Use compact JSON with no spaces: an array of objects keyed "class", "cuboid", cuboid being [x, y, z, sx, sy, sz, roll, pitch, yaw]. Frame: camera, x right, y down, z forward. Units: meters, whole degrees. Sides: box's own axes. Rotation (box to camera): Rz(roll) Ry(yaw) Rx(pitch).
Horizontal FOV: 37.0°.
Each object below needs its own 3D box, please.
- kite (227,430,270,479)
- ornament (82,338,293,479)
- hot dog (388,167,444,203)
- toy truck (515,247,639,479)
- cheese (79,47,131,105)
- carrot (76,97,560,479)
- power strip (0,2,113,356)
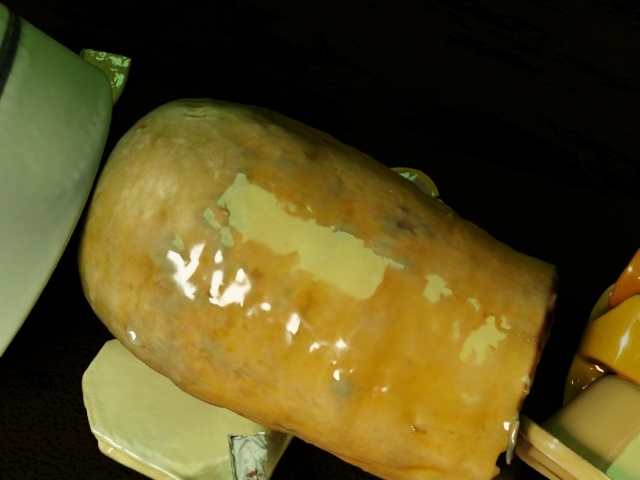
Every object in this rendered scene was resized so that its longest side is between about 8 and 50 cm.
[{"class":"kite","cuboid":[-0.021,0.312,0.664,0.406,0.014,0.368,-13,66,4]},{"class":"ornament","cuboid":[-0.085,0.147,0.793,0.201,0.059,0.180,-15,58,-13]},{"class":"hot dog","cuboid":[0.000,0.000,0.888,0.270,0.072,0.109,-12,58,-7]},{"class":"toy truck","cuboid":[0.274,0.123,0.697,0.204,0.288,0.211,36,87,21]},{"class":"cheese","cuboid":[-0.243,-0.165,1.018,0.060,0.041,0.084,15,40,1]},{"class":"carrot","cuboid":[-0.003,0.035,0.714,0.341,0.224,0.224,24,58,9]},{"class":"power strip","cuboid":[-0.314,-0.025,0.728,0.161,0.357,0.357,32,49,-30]}]
